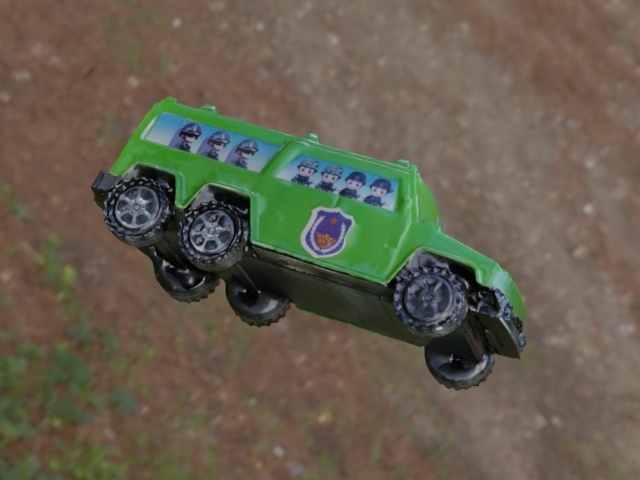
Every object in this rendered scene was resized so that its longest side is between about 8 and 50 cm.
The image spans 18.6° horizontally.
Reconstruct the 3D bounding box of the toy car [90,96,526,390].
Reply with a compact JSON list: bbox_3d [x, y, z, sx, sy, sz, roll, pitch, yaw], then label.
[{"bbox_3d":[0.000,0.000,0.715,0.062,0.165,0.071,-67,157,-16],"label":"toy car"}]
